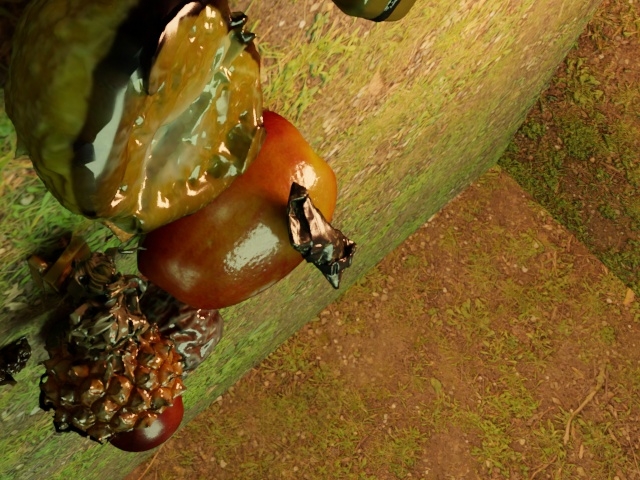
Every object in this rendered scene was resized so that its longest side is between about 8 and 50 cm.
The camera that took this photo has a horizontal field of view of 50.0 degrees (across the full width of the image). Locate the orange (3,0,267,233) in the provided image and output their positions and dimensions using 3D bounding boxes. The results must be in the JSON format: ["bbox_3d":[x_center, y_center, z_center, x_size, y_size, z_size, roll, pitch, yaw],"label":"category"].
[{"bbox_3d":[-0.209,-0.154,0.746,0.369,0.210,0.271,47,67,-78],"label":"orange"}]

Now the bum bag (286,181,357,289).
[{"bbox_3d":[-0.001,0.001,1.199,0.248,0.069,0.102,44,67,-49],"label":"bum bag"}]

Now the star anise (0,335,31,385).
[{"bbox_3d":[-0.561,0.229,1.193,0.097,0.070,0.190,-33,179,3],"label":"star anise"}]

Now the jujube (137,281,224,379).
[{"bbox_3d":[-0.357,0.216,1.482,0.317,0.226,0.226,-37,166,-3],"label":"jujube"}]

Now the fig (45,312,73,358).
[{"bbox_3d":[-0.475,0.198,1.331,0.123,0.123,0.156,-34,-159,-33],"label":"fig"}]

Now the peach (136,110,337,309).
[{"bbox_3d":[-0.141,-0.033,1.266,0.380,0.242,0.306,-44,171,5],"label":"peach"}]

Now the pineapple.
[{"bbox_3d":[-0.343,0.146,1.116,0.262,0.262,0.272,-32,146,-38],"label":"pineapple"}]

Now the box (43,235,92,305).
[{"bbox_3d":[-0.409,0.054,1.140,0.089,0.022,0.156,-59,178,-22],"label":"box"}]

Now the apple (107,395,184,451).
[{"bbox_3d":[-0.467,0.435,1.786,0.201,0.218,0.218,-23,156,-48],"label":"apple"}]

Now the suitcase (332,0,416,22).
[{"bbox_3d":[0.063,-0.401,0.833,0.143,0.194,0.235,-15,150,-48],"label":"suitcase"}]

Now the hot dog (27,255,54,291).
[{"bbox_3d":[-0.441,0.049,1.095,0.034,0.030,0.090,-46,169,-30],"label":"hot dog"}]

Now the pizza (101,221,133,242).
[{"bbox_3d":[-0.314,-0.082,1.010,0.188,0.062,0.199,-59,157,12],"label":"pizza"}]
